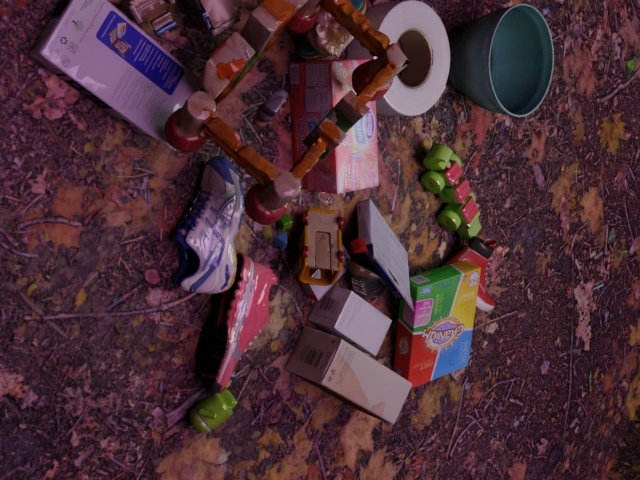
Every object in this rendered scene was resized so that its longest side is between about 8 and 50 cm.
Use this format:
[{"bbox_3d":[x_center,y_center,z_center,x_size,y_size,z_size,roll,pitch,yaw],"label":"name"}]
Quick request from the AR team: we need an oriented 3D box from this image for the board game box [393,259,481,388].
[{"bbox_3d":[0.319,0.230,2.303,0.242,0.064,0.316,-14,119,-34],"label":"board game box"}]

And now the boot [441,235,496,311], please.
[{"bbox_3d":[0.473,0.093,2.421,0.176,0.088,0.244,-47,128,5],"label":"boot"}]

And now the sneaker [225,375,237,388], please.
[{"bbox_3d":[-0.220,0.328,1.902,0.083,0.035,0.031,-2,100,-42],"label":"sneaker"}]

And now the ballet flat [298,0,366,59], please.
[{"bbox_3d":[0.035,-0.481,1.972,0.232,0.080,0.073,-47,155,-23],"label":"ballet flat"}]

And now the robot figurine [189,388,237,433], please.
[{"bbox_3d":[-0.242,0.381,1.859,0.115,0.067,0.101,-38,166,-5],"label":"robot figurine"}]

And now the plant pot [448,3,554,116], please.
[{"bbox_3d":[0.471,-0.487,2.283,0.293,0.196,0.293,-9,104,-41],"label":"plant pot"}]

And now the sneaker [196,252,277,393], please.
[{"bbox_3d":[-0.172,0.193,1.859,0.136,0.116,0.314,19,84,-37],"label":"sneaker"}]

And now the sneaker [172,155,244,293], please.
[{"bbox_3d":[-0.243,-0.031,1.769,0.131,0.112,0.296,-1,95,-38],"label":"sneaker"}]

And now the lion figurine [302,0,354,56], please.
[{"bbox_3d":[-0.055,-0.599,1.829,0.392,0.142,0.240,36,78,-18],"label":"lion figurine"}]

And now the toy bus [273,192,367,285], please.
[{"bbox_3d":[-0.005,0.009,1.995,0.202,0.191,0.104,-35,162,-32],"label":"toy bus"}]

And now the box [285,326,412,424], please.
[{"bbox_3d":[0.076,0.341,2.103,0.311,0.148,0.121,36,74,-39],"label":"box"}]

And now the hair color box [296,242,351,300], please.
[{"bbox_3d":[0.011,0.074,2.064,0.141,0.043,0.072,-45,125,-27],"label":"hair color box"}]

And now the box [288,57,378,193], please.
[{"bbox_3d":[0.033,-0.269,1.950,0.142,0.154,0.300,-14,105,-40],"label":"box"}]

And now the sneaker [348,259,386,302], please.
[{"bbox_3d":[0.113,0.113,2.129,0.086,0.064,0.192,-59,150,3],"label":"sneaker"}]

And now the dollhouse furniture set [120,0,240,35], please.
[{"bbox_3d":[-0.284,-0.456,1.660,0.183,0.129,0.129,-34,121,-12],"label":"dollhouse furniture set"}]

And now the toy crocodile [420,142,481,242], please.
[{"bbox_3d":[0.372,-0.132,2.316,0.115,0.105,0.340,-47,126,-26],"label":"toy crocodile"}]

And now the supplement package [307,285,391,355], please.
[{"bbox_3d":[0.075,0.200,2.103,0.179,0.105,0.105,37,72,-39],"label":"supplement package"}]

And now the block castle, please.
[{"bbox_3d":[-0.069,-0.286,1.674,0.303,0.213,0.453,42,68,-7],"label":"block castle"}]

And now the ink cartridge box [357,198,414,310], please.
[{"bbox_3d":[0.162,0.043,2.112,0.223,0.045,0.224,53,23,-34],"label":"ink cartridge box"}]

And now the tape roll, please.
[{"bbox_3d":[0.200,-0.455,2.106,0.286,0.100,0.286,-8,103,-42],"label":"tape roll"}]

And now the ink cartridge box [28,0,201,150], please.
[{"bbox_3d":[-0.380,-0.327,1.623,0.332,0.065,0.165,38,72,-38],"label":"ink cartridge box"}]
